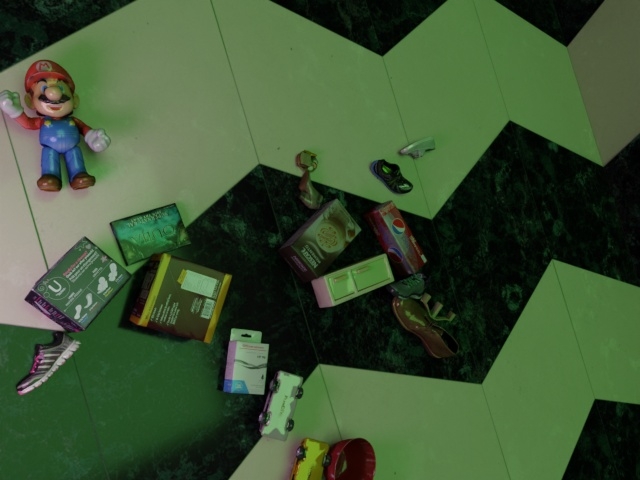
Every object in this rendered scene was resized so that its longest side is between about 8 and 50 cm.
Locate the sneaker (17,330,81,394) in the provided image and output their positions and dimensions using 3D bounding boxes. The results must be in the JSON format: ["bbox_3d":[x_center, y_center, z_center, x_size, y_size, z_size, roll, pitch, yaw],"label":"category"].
[{"bbox_3d":[-0.657,0.284,1.240,0.075,0.063,0.170,48,55,-15],"label":"sneaker"}]

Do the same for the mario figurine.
[{"bbox_3d":[-0.653,-0.287,1.289,0.198,0.170,0.321,-18,99,-68],"label":"mario figurine"}]

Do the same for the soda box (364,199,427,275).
[{"bbox_3d":[0.268,-0.007,1.862,0.083,0.092,0.263,-36,100,-32],"label":"soda box"}]

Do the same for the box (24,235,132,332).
[{"bbox_3d":[-0.569,0.108,1.218,0.142,0.247,0.163,44,60,-18],"label":"box"}]

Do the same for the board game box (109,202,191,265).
[{"bbox_3d":[-0.466,-0.019,1.442,0.186,0.026,0.126,-23,92,-33],"label":"board game box"}]

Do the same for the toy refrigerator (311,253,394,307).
[{"bbox_3d":[0.112,0.131,1.735,0.269,0.094,0.102,-17,90,-33],"label":"toy refrigerator"}]

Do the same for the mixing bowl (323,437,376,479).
[{"bbox_3d":[0.073,0.683,1.585,0.181,0.098,0.182,6,81,-43],"label":"mixing bowl"}]

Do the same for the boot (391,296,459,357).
[{"bbox_3d":[0.378,0.298,1.858,0.305,0.115,0.112,47,63,-13],"label":"boot"}]

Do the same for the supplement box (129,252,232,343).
[{"bbox_3d":[-0.372,0.152,1.391,0.194,0.129,0.191,22,78,-27],"label":"supplement box"}]

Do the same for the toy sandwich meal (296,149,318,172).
[{"bbox_3d":[-0.042,-0.269,1.758,0.085,0.029,0.086,7,77,-31],"label":"toy sandwich meal"}]

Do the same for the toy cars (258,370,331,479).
[{"bbox_3d":[-0.084,0.578,1.529,0.176,0.087,0.394,-20,87,-28],"label":"toy cars"}]

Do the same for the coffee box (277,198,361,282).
[{"bbox_3d":[0.000,0.000,1.688,0.141,0.098,0.246,50,59,-13],"label":"coffee box"}]

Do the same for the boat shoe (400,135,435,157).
[{"bbox_3d":[0.382,-0.353,2.028,0.184,0.066,0.063,-26,93,-43],"label":"boat shoe"}]

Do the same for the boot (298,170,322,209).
[{"bbox_3d":[-0.029,-0.163,1.743,0.087,0.042,0.119,27,68,-32],"label":"boot"}]

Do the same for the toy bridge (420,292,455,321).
[{"bbox_3d":[0.425,0.257,1.930,0.188,0.026,0.063,34,92,-34],"label":"toy bridge"}]

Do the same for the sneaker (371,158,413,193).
[{"bbox_3d":[0.270,-0.233,1.918,0.188,0.078,0.067,35,64,-23],"label":"sneaker"}]

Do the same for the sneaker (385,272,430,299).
[{"bbox_3d":[0.306,0.147,1.815,0.223,0.083,0.098,7,118,-57],"label":"sneaker"}]

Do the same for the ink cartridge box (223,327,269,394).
[{"bbox_3d":[-0.211,0.347,1.507,0.104,0.060,0.180,12,74,-29],"label":"ink cartridge box"}]
